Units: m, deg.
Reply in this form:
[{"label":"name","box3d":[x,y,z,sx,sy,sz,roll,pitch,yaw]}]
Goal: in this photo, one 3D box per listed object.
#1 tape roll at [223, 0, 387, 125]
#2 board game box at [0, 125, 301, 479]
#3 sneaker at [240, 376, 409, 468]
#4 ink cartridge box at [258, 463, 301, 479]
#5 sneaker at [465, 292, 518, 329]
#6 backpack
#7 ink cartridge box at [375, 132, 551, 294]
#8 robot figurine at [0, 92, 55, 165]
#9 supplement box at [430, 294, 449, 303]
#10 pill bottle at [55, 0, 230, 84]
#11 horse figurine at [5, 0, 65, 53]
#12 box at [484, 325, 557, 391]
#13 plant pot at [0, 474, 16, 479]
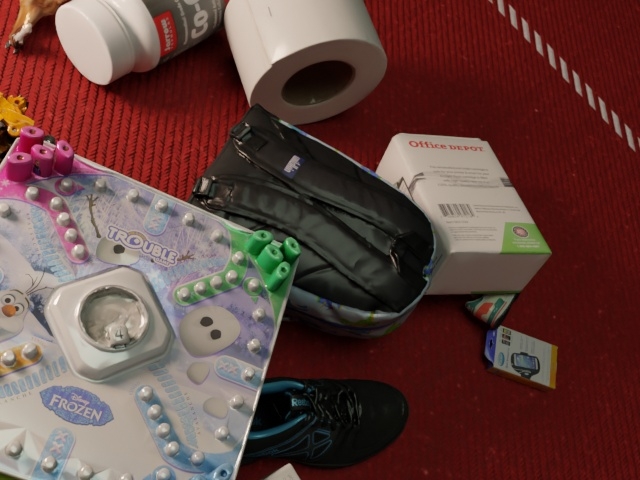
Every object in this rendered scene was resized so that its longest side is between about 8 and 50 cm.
[{"label":"tape roll","box3d":[-0.027,-0.333,1.297,0.246,0.246,0.169,-8,68,-25]},{"label":"board game box","box3d":[-0.237,0.088,0.869,0.390,0.050,0.389,24,55,-12]},{"label":"sneaker","box3d":[-0.014,0.253,1.063,0.341,0.139,0.125,-2,63,-24]},{"label":"ink cartridge box","box3d":[-0.106,0.411,0.900,0.233,0.168,0.171,-27,77,-29]},{"label":"sneaker","box3d":[0.308,0.085,1.328,0.075,0.057,0.161,28,45,18]},{"label":"backpack","box3d":[0.000,0.000,1.152,0.356,0.273,0.290,18,58,11]},{"label":"ink cartridge box","box3d":[0.232,-0.047,1.291,0.199,0.114,0.272,1,48,-24]},{"label":"robot figurine","box3d":[-0.476,-0.098,0.930,0.211,0.085,0.291,44,48,-2]},{"label":"supplement box","box3d":[0.219,0.062,1.311,0.083,0.043,0.055,-34,81,-33]},{"label":"pill bottle","box3d":[-0.282,-0.381,1.267,0.161,0.161,0.283,46,57,5]},{"label":"horse figurine","box3d":[-0.461,-0.451,1.253,0.066,0.174,0.263,15,49,-50]},{"label":"box","box3d":[0.339,0.200,1.300,0.136,0.028,0.081,20,59,-9]},{"label":"plant pot","box3d":[-0.352,0.312,0.852,0.228,0.227,0.207,6,58,-20]}]
